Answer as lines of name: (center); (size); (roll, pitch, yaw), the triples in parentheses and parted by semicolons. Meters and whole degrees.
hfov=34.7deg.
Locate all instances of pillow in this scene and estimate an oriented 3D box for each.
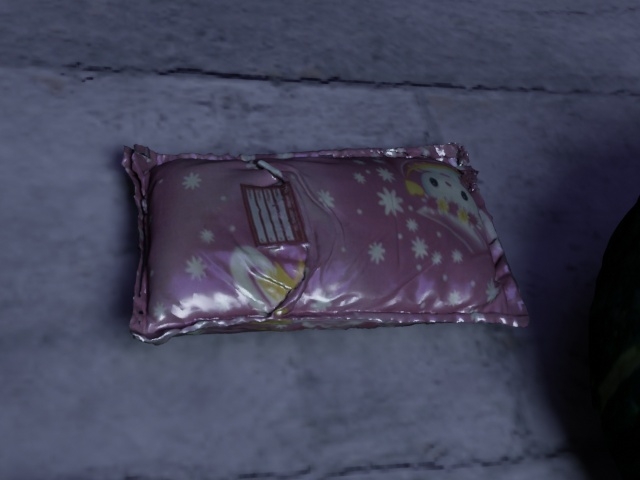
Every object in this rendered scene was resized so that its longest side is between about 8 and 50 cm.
pillow: (0.000, 0.000, 0.464); (0.185, 0.043, 0.118); (2, 49, -21)

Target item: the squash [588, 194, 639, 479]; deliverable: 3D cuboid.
squash: (0.237, 0.057, 0.418); (0.252, 0.165, 0.252); (8, 51, -10)
